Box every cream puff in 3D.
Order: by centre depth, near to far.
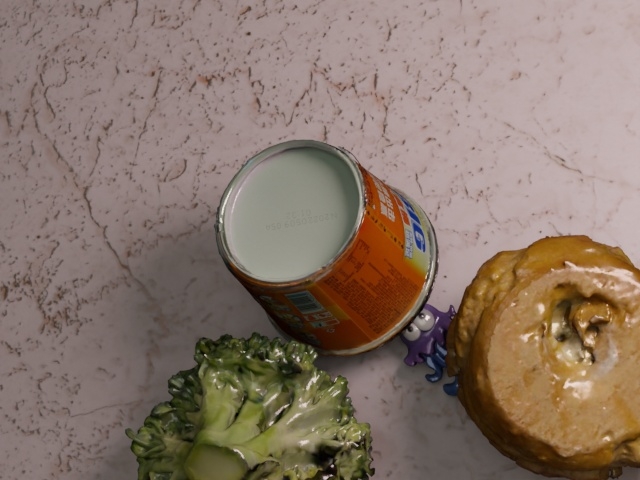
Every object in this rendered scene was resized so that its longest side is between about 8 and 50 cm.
[{"bbox_3d":[0.340,0.157,1.598,0.343,0.231,0.327,12,81,5],"label":"cream puff"}]

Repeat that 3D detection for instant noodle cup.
[{"bbox_3d":[0.000,0.000,1.690,0.296,0.214,0.296,-10,64,21],"label":"instant noodle cup"}]

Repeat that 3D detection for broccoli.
[{"bbox_3d":[-0.106,0.306,1.675,0.334,0.272,0.324,43,128,12],"label":"broccoli"}]

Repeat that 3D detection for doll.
[{"bbox_3d":[0.185,0.161,1.723,0.206,0.067,0.110,42,97,8],"label":"doll"}]
